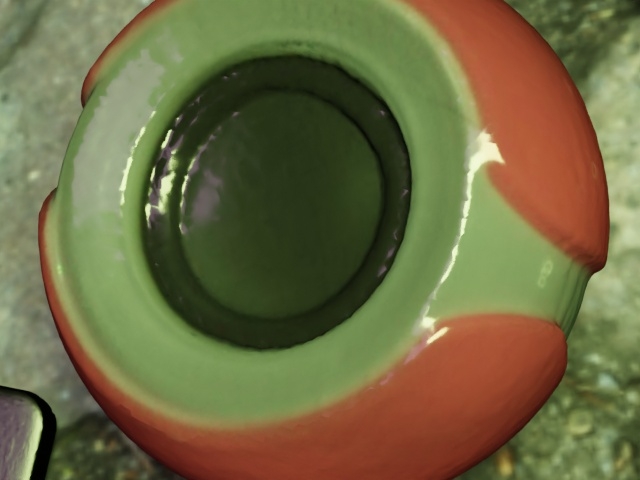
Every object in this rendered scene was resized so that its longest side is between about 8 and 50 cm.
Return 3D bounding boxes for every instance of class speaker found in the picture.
[{"bbox_3d":[0.000,0.000,0.870,0.294,0.294,0.294,-2,76,10],"label":"speaker"}]

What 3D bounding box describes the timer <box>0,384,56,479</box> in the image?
[{"bbox_3d":[-0.258,0.145,0.996,0.187,0.055,0.144,11,81,9],"label":"timer"}]
